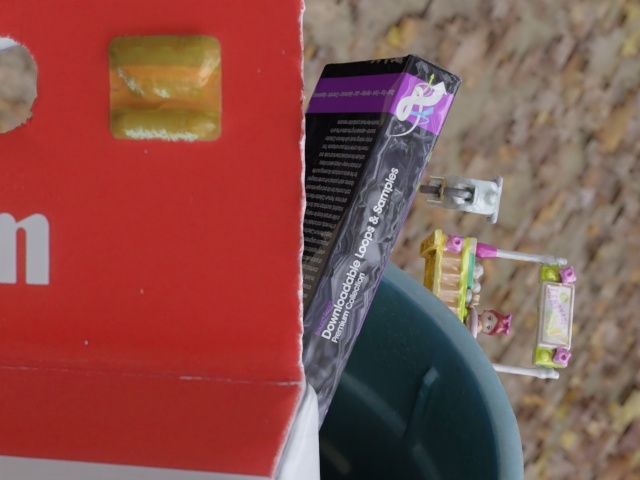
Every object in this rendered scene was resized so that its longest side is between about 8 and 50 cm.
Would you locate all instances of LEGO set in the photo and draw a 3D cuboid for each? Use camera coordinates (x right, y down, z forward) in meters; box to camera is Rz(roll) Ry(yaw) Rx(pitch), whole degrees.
[{"bbox_3d":[0.110,0.097,1.319,0.132,0.107,0.287,-124,-138,-77],"label":"LEGO set"}]

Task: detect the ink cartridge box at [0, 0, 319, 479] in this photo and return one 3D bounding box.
[{"bbox_3d":[-0.090,0.059,0.330,0.056,0.181,0.225,-16,106,-67],"label":"ink cartridge box"}]

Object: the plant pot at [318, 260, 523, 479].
[{"bbox_3d":[-0.082,0.212,1.035,0.341,0.341,0.334,-34,148,-33],"label":"plant pot"}]

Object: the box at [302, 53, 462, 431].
[{"bbox_3d":[0.000,0.000,0.796,0.029,0.116,0.162,25,86,-18],"label":"box"}]

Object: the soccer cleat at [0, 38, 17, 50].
[{"bbox_3d":[-0.127,-0.187,1.156,0.331,0.143,0.116,-25,106,-28],"label":"soccer cleat"}]
